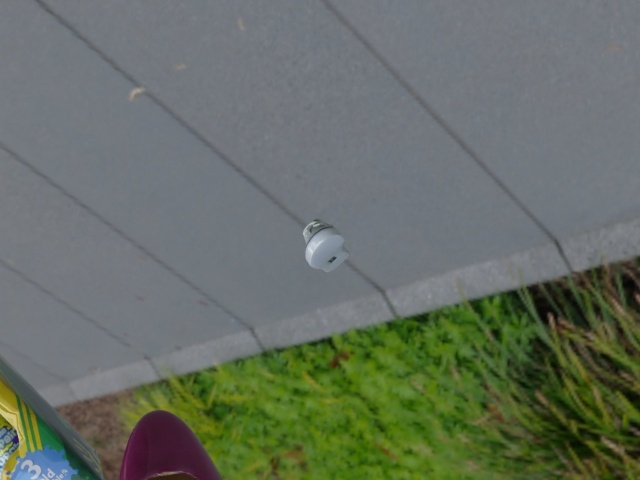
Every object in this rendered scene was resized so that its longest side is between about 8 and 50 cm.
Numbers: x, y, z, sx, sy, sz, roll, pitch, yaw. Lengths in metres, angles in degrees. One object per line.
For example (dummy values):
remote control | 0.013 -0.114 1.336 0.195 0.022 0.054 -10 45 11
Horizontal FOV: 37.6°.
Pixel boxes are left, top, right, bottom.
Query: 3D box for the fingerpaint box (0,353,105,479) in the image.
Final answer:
fingerpaint box | -0.625 0.386 1.453 0.371 0.445 0.163 52 170 -18

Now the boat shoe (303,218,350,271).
boat shoe | 0.000 0.000 0.768 0.035 0.035 0.100 51 -177 13

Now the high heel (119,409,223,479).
high heel | -0.131 0.300 0.911 0.127 0.377 0.181 -13 143 -13
